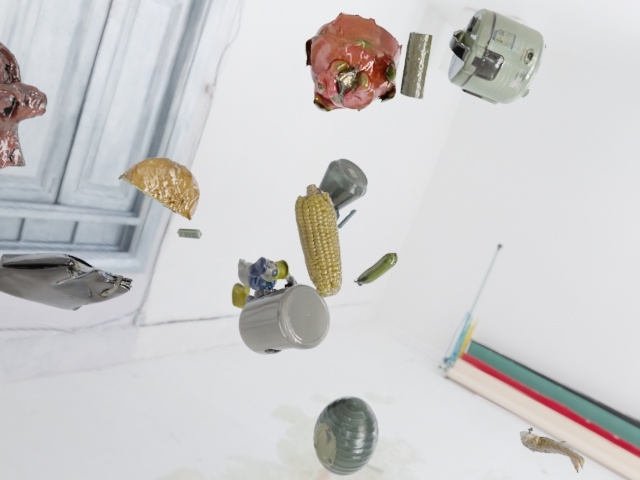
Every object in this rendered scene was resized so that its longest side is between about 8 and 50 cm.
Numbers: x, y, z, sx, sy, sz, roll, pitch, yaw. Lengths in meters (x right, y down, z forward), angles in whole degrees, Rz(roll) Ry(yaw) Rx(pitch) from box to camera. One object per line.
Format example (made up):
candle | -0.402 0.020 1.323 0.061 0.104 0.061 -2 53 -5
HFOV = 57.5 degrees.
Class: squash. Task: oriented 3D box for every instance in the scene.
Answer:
squash | 0.180 0.097 1.884 0.052 0.183 0.052 35 -147 -27

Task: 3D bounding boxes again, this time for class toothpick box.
toothpick box | -0.146 0.263 1.950 0.228 0.229 0.316 12 159 -41

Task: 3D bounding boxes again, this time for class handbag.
handbag | -0.752 0.111 1.741 0.287 0.152 0.342 -5 161 26

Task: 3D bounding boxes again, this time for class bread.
bread | -0.460 -0.170 1.715 0.143 0.140 0.229 11 161 48

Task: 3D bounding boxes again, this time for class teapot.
teapot | 0.060 -0.160 2.120 0.171 0.225 0.203 1 -129 -46

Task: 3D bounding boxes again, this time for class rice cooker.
rice cooker | 0.465 -0.498 1.590 0.244 0.226 0.226 22 -170 -9

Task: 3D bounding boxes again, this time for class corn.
corn | 0.000 0.000 1.650 0.119 0.322 0.119 -13 177 -1

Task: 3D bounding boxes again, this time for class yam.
yam | 0.255 -0.469 1.561 0.068 0.170 0.068 4 -157 -2

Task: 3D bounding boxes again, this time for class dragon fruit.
dragon fruit | 0.088 -0.491 1.733 0.305 0.226 0.305 9 160 3

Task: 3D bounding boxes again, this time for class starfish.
starfish | 0.506 0.455 1.277 0.138 0.050 0.247 20 169 28

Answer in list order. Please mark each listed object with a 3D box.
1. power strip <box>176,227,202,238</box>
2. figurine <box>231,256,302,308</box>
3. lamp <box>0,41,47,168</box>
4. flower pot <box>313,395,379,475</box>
power strip | -0.390 -0.020 1.725 0.083 0.027 0.017 3 -150 18
figurine | -0.198 0.161 2.139 0.283 0.205 0.338 31 159 10
lamp | -0.595 -0.255 1.008 0.151 0.215 0.223 -10 -122 -50
flower pot | 0.071 0.567 1.694 0.157 0.243 0.189 -10 -148 -38
